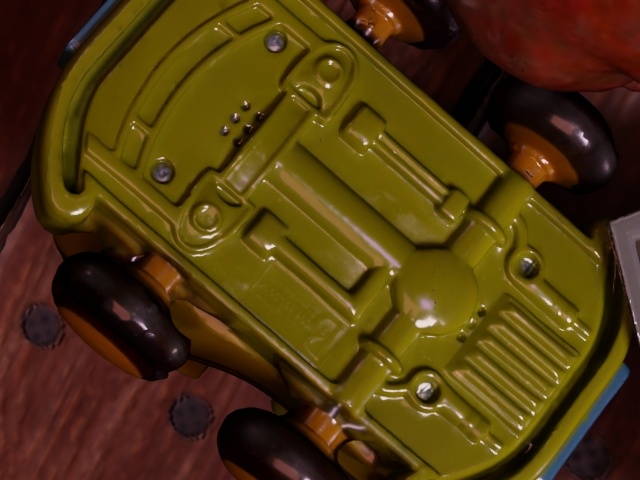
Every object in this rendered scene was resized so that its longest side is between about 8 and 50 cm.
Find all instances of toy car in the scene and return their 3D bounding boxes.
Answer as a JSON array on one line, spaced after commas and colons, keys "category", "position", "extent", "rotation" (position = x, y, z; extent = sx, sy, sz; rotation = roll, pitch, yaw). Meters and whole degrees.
[{"category": "toy car", "position": [0.000, 0.000, 0.673], "extent": [0.248, 0.142, 0.200], "rotation": [44, 73, -4]}]

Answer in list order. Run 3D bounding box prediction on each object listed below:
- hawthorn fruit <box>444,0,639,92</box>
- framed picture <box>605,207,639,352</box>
[{"category": "hawthorn fruit", "position": [0.129, -0.173, 0.574], "extent": [0.208, 0.208, 0.248], "rotation": [-2, 110, 14]}, {"category": "framed picture", "position": [0.188, 0.058, 0.672], "extent": [0.142, 0.011, 0.183], "rotation": [-21, 100, -27]}]
